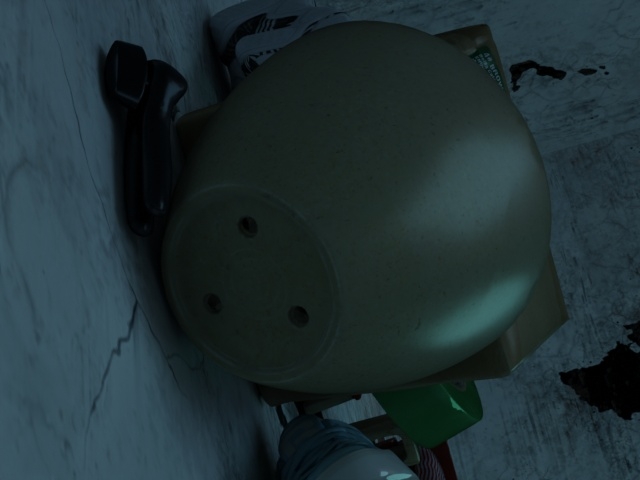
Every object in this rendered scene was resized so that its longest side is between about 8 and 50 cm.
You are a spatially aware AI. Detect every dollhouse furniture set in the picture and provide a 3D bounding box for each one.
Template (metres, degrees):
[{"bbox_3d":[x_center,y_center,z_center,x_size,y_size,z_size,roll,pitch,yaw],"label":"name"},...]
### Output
[{"bbox_3d":[0.081,0.241,1.724,0.201,0.152,0.374,-86,160,-71],"label":"dollhouse furniture set"}]

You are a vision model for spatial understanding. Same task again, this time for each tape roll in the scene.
[{"bbox_3d":[0.089,0.105,1.662,0.321,0.077,0.321,54,12,-17],"label":"tape roll"}]

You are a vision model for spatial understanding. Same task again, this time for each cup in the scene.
[{"bbox_3d":[0.000,0.000,1.119,0.237,0.331,0.331,-34,111,-55],"label":"cup"}]

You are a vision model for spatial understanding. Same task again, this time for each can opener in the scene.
[{"bbox_3d":[-0.143,-0.079,1.068,0.059,0.073,0.186,127,-35,-46],"label":"can opener"}]

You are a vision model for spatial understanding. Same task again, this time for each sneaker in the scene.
[{"bbox_3d":[0.002,0.234,1.266,0.150,0.135,0.366,46,-11,16],"label":"sneaker"},{"bbox_3d":[-0.026,-0.173,1.606,0.366,0.137,0.210,-135,-155,-65],"label":"sneaker"}]

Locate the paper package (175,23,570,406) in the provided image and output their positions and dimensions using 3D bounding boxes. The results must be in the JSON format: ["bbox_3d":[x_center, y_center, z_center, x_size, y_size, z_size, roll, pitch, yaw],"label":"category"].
[{"bbox_3d":[0.055,-0.019,1.327,0.168,0.309,0.325,-33,109,-57],"label":"paper package"}]
